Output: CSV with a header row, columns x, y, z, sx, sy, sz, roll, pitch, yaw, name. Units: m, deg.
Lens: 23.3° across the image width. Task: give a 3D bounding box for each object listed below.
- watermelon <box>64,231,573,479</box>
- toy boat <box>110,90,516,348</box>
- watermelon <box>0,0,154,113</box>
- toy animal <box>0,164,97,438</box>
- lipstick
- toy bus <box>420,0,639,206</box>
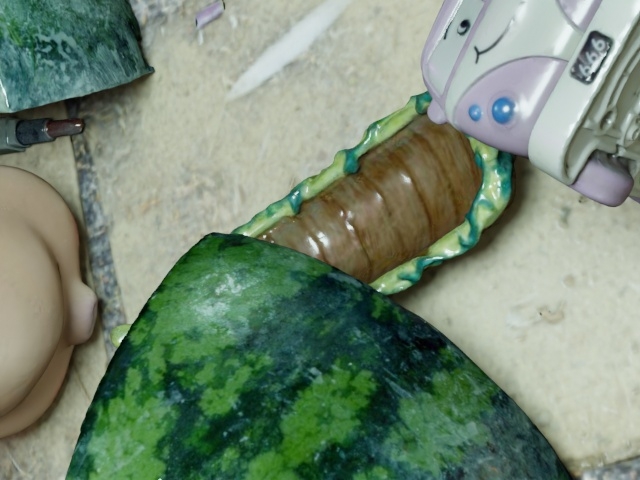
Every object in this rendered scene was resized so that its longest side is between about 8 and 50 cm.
x,y,z,sx,sy,sz,roll,pitch,yaw,name
-0.008,0.194,0.915,0.250,0.292,0.283,18,55,31,watermelon
0.003,0.003,1.000,0.293,0.099,0.108,-30,68,20,toy boat
-0.316,-0.175,1.168,0.387,0.228,0.258,43,112,22,watermelon
-0.325,0.026,1.132,0.326,0.269,0.237,10,100,-5,toy animal
-0.228,-0.084,1.206,0.107,0.025,0.025,-6,82,28,lipstick
0.155,-0.099,0.840,0.142,0.202,0.142,39,107,33,toy bus
